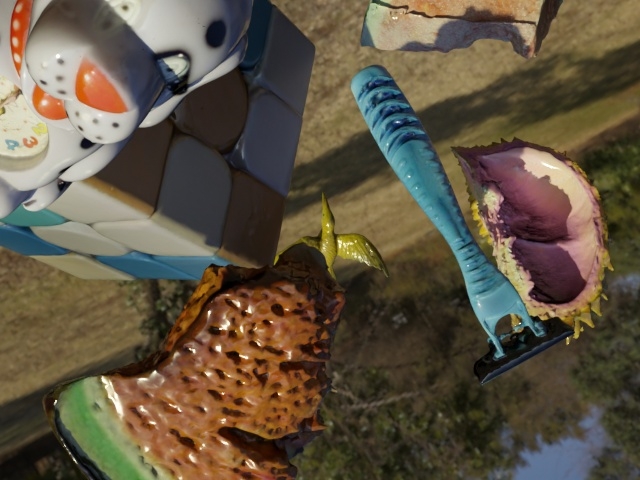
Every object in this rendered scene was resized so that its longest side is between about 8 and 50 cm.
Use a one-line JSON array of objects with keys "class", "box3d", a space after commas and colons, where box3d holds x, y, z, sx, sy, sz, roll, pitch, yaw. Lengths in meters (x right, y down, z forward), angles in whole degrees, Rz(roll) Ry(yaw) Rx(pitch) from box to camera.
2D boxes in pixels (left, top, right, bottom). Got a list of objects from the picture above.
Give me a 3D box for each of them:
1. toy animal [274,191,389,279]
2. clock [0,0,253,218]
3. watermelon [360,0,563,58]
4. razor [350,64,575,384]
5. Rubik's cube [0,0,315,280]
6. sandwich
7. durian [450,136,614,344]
[{"class": "toy animal", "box3d": [0.000, 0.000, 1.482, 0.219, 0.155, 0.095, -5, 169, -18]}, {"class": "clock", "box3d": [-0.148, -0.129, 0.553, 0.253, 0.189, 0.189, -10, -170, 34]}, {"class": "watermelon", "box3d": [0.212, -0.343, 1.197, 0.318, 0.226, 0.148, -15, 142, -8]}, {"class": "razor", "box3d": [0.095, -0.021, 0.647, 0.081, 0.253, 0.042, -29, 173, 7]}, {"class": "Rubik's cube", "box3d": [-0.253, -0.156, 1.041, 0.346, 0.345, 0.347, 0, 160, 34]}, {"class": "sandwich", "box3d": [-0.092, 0.130, 0.805, 0.301, 0.250, 0.162, -50, -162, -3]}, {"class": "durian", "box3d": [0.304, 0.001, 1.192, 0.191, 0.341, 0.112, -4, 144, -12]}]
